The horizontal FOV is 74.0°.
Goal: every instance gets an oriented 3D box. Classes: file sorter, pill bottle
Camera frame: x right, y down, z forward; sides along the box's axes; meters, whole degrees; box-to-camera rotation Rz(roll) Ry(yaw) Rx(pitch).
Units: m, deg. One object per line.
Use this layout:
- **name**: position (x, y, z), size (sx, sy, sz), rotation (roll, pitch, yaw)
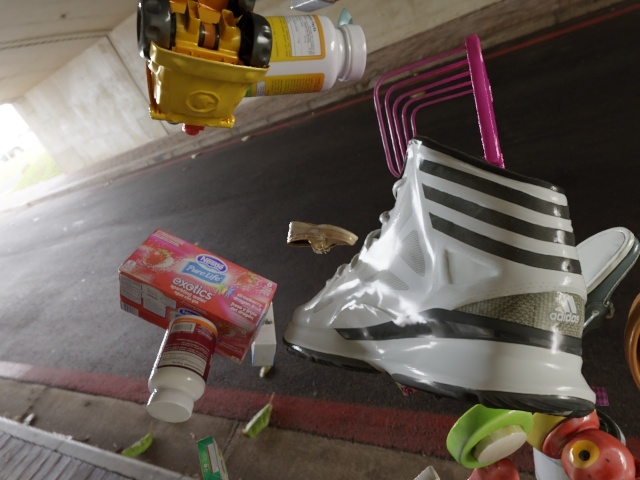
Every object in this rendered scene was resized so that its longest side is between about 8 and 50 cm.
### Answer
- **file sorter**: position (0.240, -0.217, 0.822), size (0.182, 0.202, 0.291), rotation (-10, 0, 25)
- **pill bottle**: position (-0.046, -0.348, 0.801), size (0.246, 0.136, 0.136), rotation (-9, 24, -13)
- **pill bottle**: position (-0.220, 0.201, 0.674), size (0.086, 0.086, 0.152), rotation (-18, 38, 17)

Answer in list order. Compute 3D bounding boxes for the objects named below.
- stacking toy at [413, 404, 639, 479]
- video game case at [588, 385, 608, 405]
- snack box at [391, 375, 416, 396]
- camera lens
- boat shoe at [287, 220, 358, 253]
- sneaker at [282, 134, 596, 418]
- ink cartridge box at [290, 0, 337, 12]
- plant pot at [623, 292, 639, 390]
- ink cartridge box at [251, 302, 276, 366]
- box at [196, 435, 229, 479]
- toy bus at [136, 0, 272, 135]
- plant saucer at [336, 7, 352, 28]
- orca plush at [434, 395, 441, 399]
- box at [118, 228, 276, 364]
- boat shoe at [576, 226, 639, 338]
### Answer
- **stacking toy**: position (0.294, 0.373, 0.632), size (0.308, 0.280, 0.130), rotation (-59, 33, 18)
- **video game case**: position (0.426, 0.315, 0.880), size (0.210, 0.232, 0.041), rotation (-24, 58, 53)
- **snack box**: position (0.194, 0.298, 1.184), size (0.070, 0.207, 0.174), rotation (-31, 13, 5)
- **camera lens**: position (0.718, 0.616, 1.188), size (0.220, 0.274, 0.219), rotation (-13, 21, 5)
- **boat shoe**: position (0.000, 0.000, 0.892), size (0.170, 0.063, 0.059), rotation (8, 73, 39)
- **sneaker**: position (0.103, 0.035, 0.515), size (0.448, 0.169, 0.257), rotation (-17, 60, 62)
- **ink cartridge box**: position (0.022, -0.759, 1.062), size (0.066, 0.296, 0.261), rotation (-9, 19, -35)
- **plant pot**: position (0.695, 0.175, 0.754), size (0.291, 0.290, 0.203), rotation (-15, 1, 24)
- **ink cartridge box**: position (-0.169, 0.259, 1.231), size (0.062, 0.104, 0.181), rotation (1, 39, -13)
- **box**: position (-0.257, 0.565, 1.042), size (0.043, 0.179, 0.105), rotation (-15, 50, -16)
- **toy bus**: position (-0.174, -0.256, 0.576), size (0.150, 0.220, 0.211), rotation (-2, -24, -28)
- **plant saucer**: position (0.057, -0.487, 1.015), size (0.021, 0.119, 0.119), rotation (15, 38, 9)
- **orca plush**: position (0.268, 0.229, 0.733), size (0.151, 0.287, 0.102), rotation (-14, 56, -25)
- **box**: position (-0.227, 0.104, 0.793), size (0.257, 0.128, 0.122), rotation (25, 44, 2)
- **boat shoe**: position (0.482, 0.115, 0.792), size (0.116, 0.099, 0.319), rotation (-64, -1, -58)
